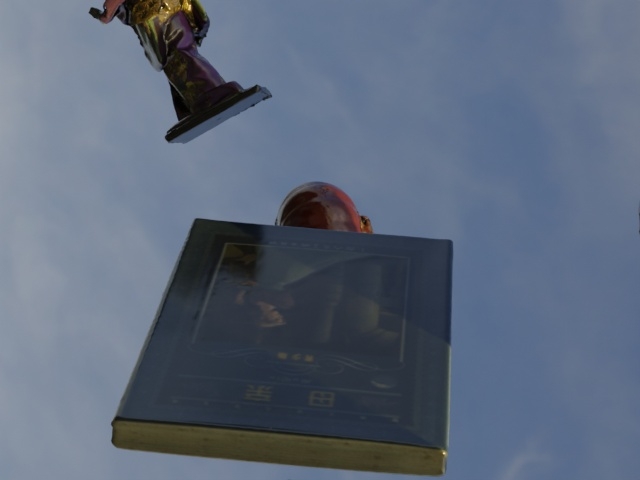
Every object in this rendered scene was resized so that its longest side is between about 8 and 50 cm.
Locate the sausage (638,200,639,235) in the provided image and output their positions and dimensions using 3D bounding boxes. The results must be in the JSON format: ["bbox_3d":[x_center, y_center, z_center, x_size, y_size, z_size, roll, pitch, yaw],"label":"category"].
[{"bbox_3d":[0.254,0.056,0.793,0.153,0.141,0.268,-75,154,-63],"label":"sausage"}]

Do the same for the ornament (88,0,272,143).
[{"bbox_3d":[-0.131,-0.169,1.102,0.081,0.088,0.203,-36,-88,4],"label":"ornament"}]

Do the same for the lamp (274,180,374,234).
[{"bbox_3d":[0.000,0.000,1.223,0.101,0.090,0.101,171,-90,-86],"label":"lamp"}]

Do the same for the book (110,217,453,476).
[{"bbox_3d":[-0.011,0.058,0.921,0.269,0.191,0.025,-77,170,-63],"label":"book"}]
